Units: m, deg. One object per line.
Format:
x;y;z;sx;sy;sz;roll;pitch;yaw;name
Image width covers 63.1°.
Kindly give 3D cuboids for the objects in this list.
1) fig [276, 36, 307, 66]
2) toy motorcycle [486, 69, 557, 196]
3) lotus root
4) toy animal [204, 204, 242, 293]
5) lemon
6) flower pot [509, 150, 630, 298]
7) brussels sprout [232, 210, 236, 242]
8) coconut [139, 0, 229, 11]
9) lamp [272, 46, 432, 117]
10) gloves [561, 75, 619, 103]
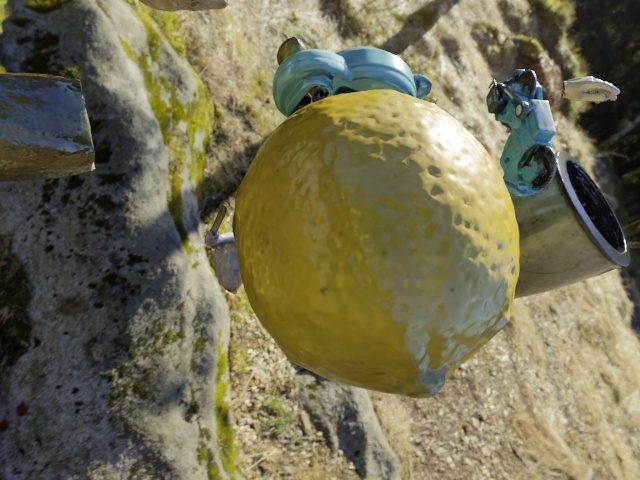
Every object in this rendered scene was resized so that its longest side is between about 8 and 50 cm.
-0.062;-0.416;1.164;0.074;0.088;0.073;2;66;-5;fig
0.396;-0.199;1.035;0.124;0.182;0.272;4;65;-9;toy motorcycle
-0.705;-0.257;1.190;0.346;0.250;0.250;-4;65;-21;lotus root
-0.207;0.035;1.256;0.090;0.195;0.324;41;4;31;toy animal
0.058;-0.001;0.595;0.336;0.336;0.336;25;49;-32;lemon
0.503;-0.012;1.253;0.294;0.330;0.293;27;48;-34;flower pot
0.000;0.000;0.964;0.315;0.371;0.275;-9;99;-24;brussels sprout
-0.342;-0.747;1.287;0.405;0.405;0.404;25;49;-32;coconut
0.048;-0.258;0.941;0.284;0.209;0.147;-8;66;-39;lamp
0.350;-0.198;0.690;0.081;0.037;0.044;14;51;13;gloves
